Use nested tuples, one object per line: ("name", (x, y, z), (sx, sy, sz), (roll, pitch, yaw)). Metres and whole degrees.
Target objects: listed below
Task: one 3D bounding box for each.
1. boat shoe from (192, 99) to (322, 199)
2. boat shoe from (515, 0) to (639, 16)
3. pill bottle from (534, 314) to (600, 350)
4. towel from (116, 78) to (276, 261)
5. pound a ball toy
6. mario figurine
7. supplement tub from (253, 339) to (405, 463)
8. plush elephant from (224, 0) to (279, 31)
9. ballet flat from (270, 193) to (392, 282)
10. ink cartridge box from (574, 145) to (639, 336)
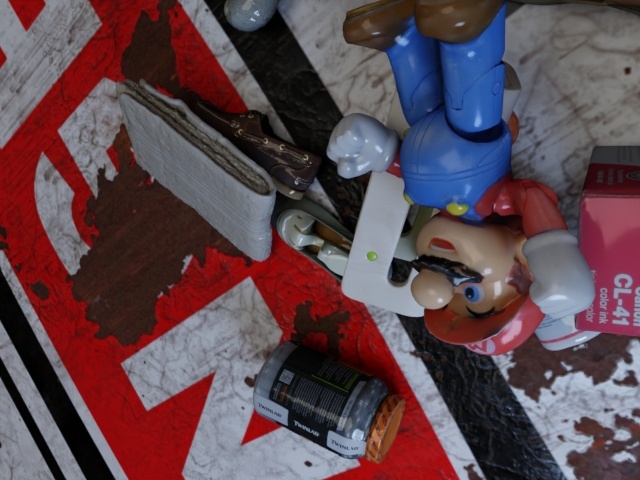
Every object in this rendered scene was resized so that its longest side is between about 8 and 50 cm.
("boat shoe", (-0.089, -0.142, 0.802), (0.207, 0.073, 0.073), (34, 114, 10))
("boat shoe", (0.265, -0.284, 0.548), (0.324, 0.120, 0.122), (22, 111, 22))
("pill bottle", (0.250, 0.035, 0.649), (0.087, 0.087, 0.160), (-33, 85, 30))
("towel", (-0.171, -0.099, 0.818), (0.282, 0.049, 0.187), (39, 155, 14))
("pound a ball toy", (0.134, -0.100, 0.655), (0.136, 0.208, 0.319), (16, 122, 2))
("mario figurine", (0.101, -0.033, 0.471), (0.170, 0.198, 0.320), (-17, 112, 7))
("supplement tub", (0.012, 0.224, 0.802), (0.190, 0.117, 0.117), (20, 110, 24))
("plush elephant", (-0.104, -0.438, 0.620), (0.255, 0.272, 0.329), (20, 97, -19))
("ballet flat", (0.000, 0.000, 0.785), (0.213, 0.068, 0.072), (33, 114, 18))
("ink cartridge box", (0.386, -0.004, 0.486), (0.306, 0.226, 0.131), (6, 109, 27))
